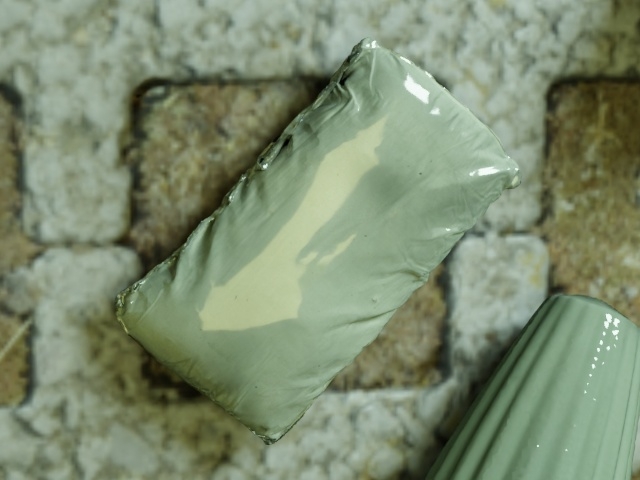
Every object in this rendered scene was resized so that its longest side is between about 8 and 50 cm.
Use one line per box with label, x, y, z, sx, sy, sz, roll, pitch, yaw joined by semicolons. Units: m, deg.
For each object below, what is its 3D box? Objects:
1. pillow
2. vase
pillow;0.000;0.000;1.048;0.128;0.051;0.229;44;89;-13
vase;0.119;0.153;1.065;0.128;0.128;0.248;24;83;-16
